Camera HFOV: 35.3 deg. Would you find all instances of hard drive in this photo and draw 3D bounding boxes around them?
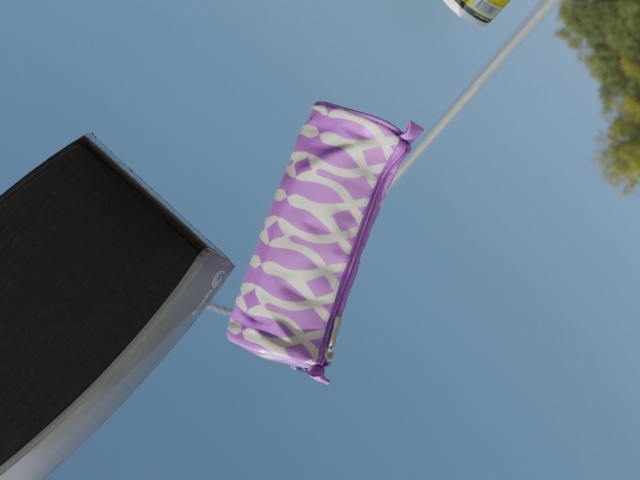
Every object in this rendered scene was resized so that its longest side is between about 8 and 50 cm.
[{"bbox_3d":[-0.203,0.055,0.710,0.172,0.254,0.054,42,169,7],"label":"hard drive"}]

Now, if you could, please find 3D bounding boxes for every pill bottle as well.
[{"bbox_3d":[0.163,-0.253,0.900,0.065,0.116,0.065,31,-148,-22],"label":"pill bottle"}]

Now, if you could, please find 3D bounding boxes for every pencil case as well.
[{"bbox_3d":[0.000,0.000,0.749,0.088,0.206,0.086,19,180,37],"label":"pencil case"}]
